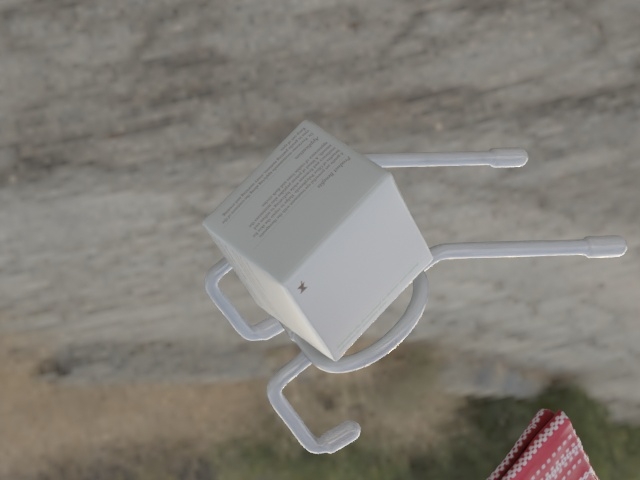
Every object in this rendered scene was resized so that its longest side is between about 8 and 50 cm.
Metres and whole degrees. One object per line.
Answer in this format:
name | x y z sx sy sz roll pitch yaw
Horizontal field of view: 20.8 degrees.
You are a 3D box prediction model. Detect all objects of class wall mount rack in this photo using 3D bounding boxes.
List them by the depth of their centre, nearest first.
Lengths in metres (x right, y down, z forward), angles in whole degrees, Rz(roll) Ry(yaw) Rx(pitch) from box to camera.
wall mount rack | 0.064 0.014 1.456 0.304 0.130 0.350 -37 -149 1

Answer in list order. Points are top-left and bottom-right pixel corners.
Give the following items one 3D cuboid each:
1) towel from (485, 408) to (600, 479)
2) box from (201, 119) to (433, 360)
towel | 0.127 0.251 1.139 0.199 0.031 0.275 -47 137 -17
box | 0.000 0.000 1.131 0.101 0.087 0.102 -46 141 -12
